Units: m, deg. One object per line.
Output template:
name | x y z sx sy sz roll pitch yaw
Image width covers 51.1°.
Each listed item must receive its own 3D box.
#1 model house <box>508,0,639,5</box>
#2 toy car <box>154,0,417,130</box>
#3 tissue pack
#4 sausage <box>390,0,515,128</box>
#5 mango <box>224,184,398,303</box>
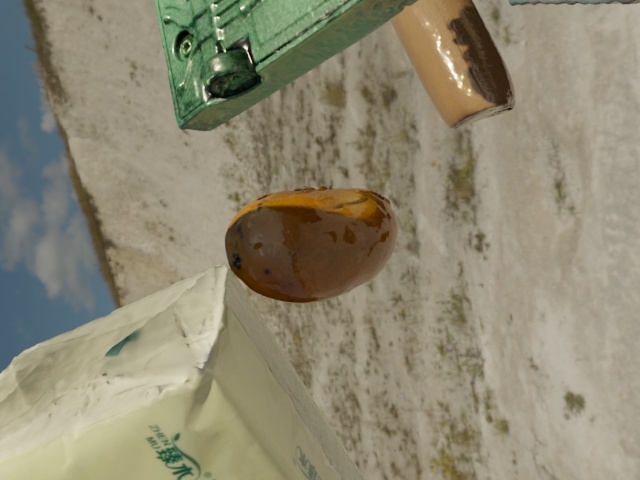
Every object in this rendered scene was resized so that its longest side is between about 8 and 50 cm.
model house | 0.441 -0.475 1.008 0.339 0.360 0.297 49 137 23
toy car | -0.011 -0.211 0.530 0.097 0.321 0.141 4 -110 -51
tissue pack | -0.139 0.257 0.717 0.380 0.297 0.207 59 -166 -26
sausage | 0.195 -0.280 0.996 0.123 0.123 0.252 98 151 -74
mango | -0.001 -0.002 0.575 0.084 0.160 0.105 89 159 -52
